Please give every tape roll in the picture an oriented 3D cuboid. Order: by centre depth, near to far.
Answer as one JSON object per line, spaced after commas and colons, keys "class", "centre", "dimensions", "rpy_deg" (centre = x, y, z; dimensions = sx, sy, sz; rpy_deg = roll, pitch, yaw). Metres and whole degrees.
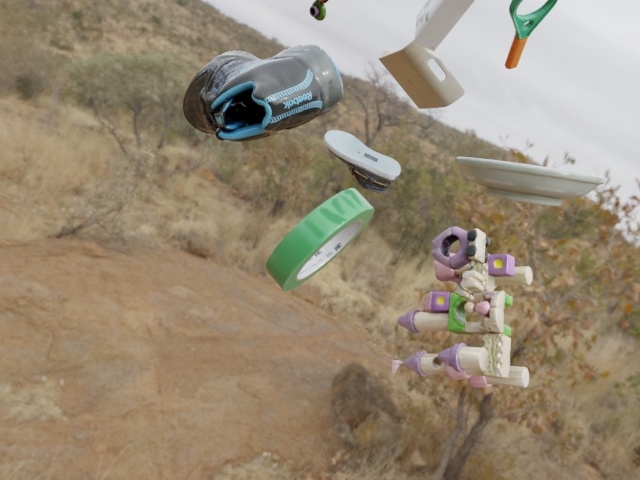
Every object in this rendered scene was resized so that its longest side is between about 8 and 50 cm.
{"class": "tape roll", "centre": [0.000, 0.000, 1.506], "dimensions": [0.077, 0.321, 0.321], "rpy_deg": [49, 17, 11]}

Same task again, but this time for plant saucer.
{"class": "plant saucer", "centre": [0.576, -0.162, 1.611], "dimensions": [0.401, 0.100, 0.400], "rpy_deg": [8, 9, -1]}

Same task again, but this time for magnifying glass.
{"class": "magnifying glass", "centre": [0.403, -0.420, 1.124], "dimensions": [0.231, 0.092, 0.026], "rpy_deg": [81, -9, -69]}

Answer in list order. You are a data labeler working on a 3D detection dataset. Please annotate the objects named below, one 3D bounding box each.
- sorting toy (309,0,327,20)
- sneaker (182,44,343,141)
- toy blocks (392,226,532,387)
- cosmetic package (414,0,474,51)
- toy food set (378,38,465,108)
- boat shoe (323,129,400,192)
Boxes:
{"class": "sorting toy", "centre": [-0.012, -0.594, 1.418], "dimensions": [0.042, 0.102, 0.061], "rpy_deg": [-26, 68, -33]}
{"class": "sneaker", "centre": [-0.129, -0.211, 0.847], "dimensions": [0.140, 0.125, 0.341], "rpy_deg": [-38, 25, -33]}
{"class": "toy blocks", "centre": [0.265, 0.151, 1.204], "dimensions": [0.260, 0.288, 0.309], "rpy_deg": [-4, -19, 39]}
{"class": "cosmetic package", "centre": [0.292, -0.536, 1.240], "dimensions": [0.060, 0.239, 0.099], "rpy_deg": [20, 55, -17]}
{"class": "toy food set", "centre": [0.315, -0.528, 1.792], "dimensions": [0.220, 0.092, 0.306], "rpy_deg": [47, 0, -16]}
{"class": "boat shoe", "centre": [0.081, -0.168, 1.261], "dimensions": [0.183, 0.083, 0.065], "rpy_deg": [29, 55, 0]}
